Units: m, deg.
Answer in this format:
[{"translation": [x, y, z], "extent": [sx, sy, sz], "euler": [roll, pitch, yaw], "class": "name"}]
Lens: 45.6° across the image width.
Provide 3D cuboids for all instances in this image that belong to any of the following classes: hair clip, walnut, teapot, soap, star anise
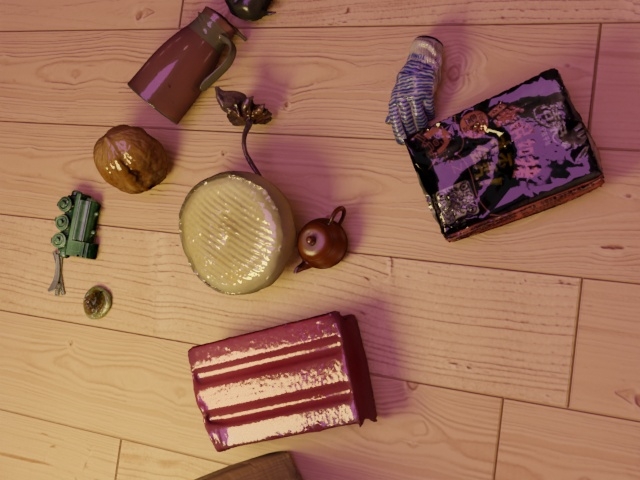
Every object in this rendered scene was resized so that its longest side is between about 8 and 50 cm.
[{"translation": [-0.664, 0.081, 1.912], "extent": [0.030, 0.039, 0.115], "euler": [-7, 79, 16], "class": "hair clip"}, {"translation": [-0.444, -0.192, 1.774], "extent": [0.155, 0.184, 0.155], "euler": [-9, 65, 19], "class": "walnut"}, {"translation": [0.000, 0.000, 1.608], "extent": [0.116, 0.116, 0.173], "euler": [36, 97, 22], "class": "teapot"}, {"translation": [-0.084, 0.300, 1.599], "extent": [0.359, 0.128, 0.233], "euler": [-16, 77, 20], "class": "soap"}, {"translation": [-0.169, -0.205, 1.705], "extent": [0.148, 0.218, 0.227], "euler": [-18, 55, 62], "class": "star anise"}]

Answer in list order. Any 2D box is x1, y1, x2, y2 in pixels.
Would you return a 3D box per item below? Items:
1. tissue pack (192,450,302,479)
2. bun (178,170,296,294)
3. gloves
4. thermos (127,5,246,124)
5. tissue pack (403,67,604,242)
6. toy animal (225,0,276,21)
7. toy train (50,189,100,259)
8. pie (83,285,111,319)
[{"translation": [-0.213, 0.574, 1.486], "extent": [0.297, 0.380, 0.207], "euler": [-33, 73, 19], "class": "tissue pack"}, {"translation": [-0.169, -0.018, 1.658], "extent": [0.287, 0.146, 0.287], "euler": [3, 96, 32], "class": "bun"}, {"translation": [0.194, -0.310, 1.581], "extent": [0.119, 0.097, 0.229], "euler": [11, 94, 53], "class": "gloves"}, {"translation": [-0.300, -0.408, 1.763], "extent": [0.265, 0.146, 0.176], "euler": [-49, 63, 4], "class": "thermos"}, {"translation": [0.355, -0.156, 1.478], "extent": [0.332, 0.123, 0.245], "euler": [-23, 81, 22], "class": "tissue pack"}, {"translation": [-0.188, -0.615, 1.751], "extent": [0.146, 0.114, 0.245], "euler": [-35, 72, 15], "class": "toy animal"}, {"translation": [-0.596, -0.037, 1.883], "extent": [0.111, 0.071, 0.170], "euler": [9, 86, 14], "class": "toy train"}, {"translation": [-0.548, 0.154, 1.865], "extent": [0.085, 0.017, 0.085], "euler": [-3, 83, 23], "class": "pie"}]
